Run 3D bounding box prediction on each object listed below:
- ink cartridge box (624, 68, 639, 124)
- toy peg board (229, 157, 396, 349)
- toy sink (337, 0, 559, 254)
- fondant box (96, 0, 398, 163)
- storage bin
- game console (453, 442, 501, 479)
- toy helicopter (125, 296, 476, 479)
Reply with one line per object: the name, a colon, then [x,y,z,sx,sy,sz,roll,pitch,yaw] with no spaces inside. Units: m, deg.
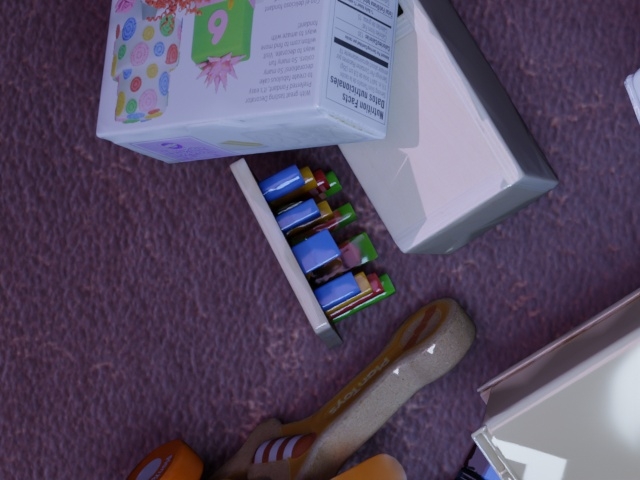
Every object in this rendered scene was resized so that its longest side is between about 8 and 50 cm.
ink cartridge box: [0.339,-0.111,1.422,0.158,0.218,0.092,-22,82,17]
toy peg board: [0.000,0.000,1.571,0.079,0.160,0.161,-28,80,0]
toy sink: [0.077,-0.114,1.544,0.131,0.153,0.234,-33,80,15]
fondant box: [-0.052,-0.240,1.496,0.238,0.096,0.330,-4,74,38]
storage bin: [0.297,0.169,1.417,0.262,0.123,0.260,-34,93,14]
game console: [0.180,0.221,1.540,0.144,0.124,0.085,29,124,17]
toy helicopter: [-0.002,0.182,1.541,0.355,0.235,0.140,-43,106,-4]
